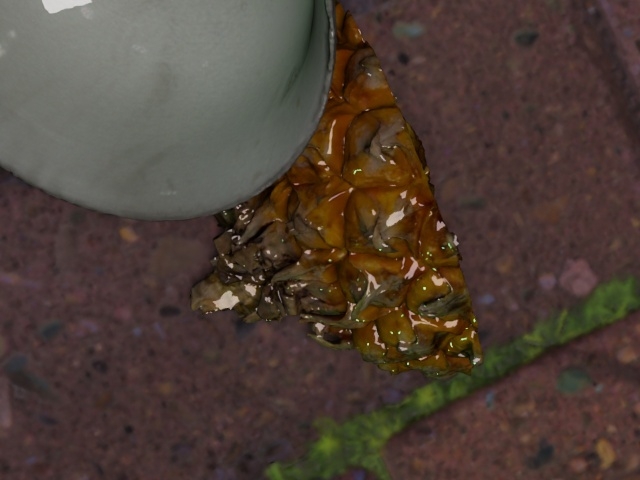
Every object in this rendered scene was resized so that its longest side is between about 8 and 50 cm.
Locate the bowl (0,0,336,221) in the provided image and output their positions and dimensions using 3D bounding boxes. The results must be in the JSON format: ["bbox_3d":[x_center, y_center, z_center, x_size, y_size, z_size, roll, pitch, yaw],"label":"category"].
[{"bbox_3d":[-0.102,-0.178,0.918,0.313,0.313,0.146,50,45,-10],"label":"bowl"}]

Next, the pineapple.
[{"bbox_3d":[-0.001,-0.006,0.979,0.164,0.140,0.250,-14,101,-6],"label":"pineapple"}]
